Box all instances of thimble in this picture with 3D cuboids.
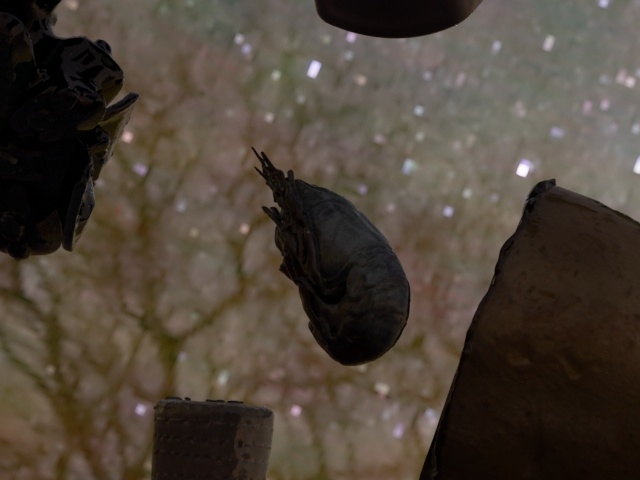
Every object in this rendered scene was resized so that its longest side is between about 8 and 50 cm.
[{"bbox_3d":[-0.105,0.197,1.854,0.115,0.090,0.102,9,-9,-41],"label":"thimble"}]

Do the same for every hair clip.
[{"bbox_3d":[-0.295,-0.104,1.846,0.206,0.194,0.310,24,-53,-2],"label":"hair clip"}]

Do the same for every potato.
[{"bbox_3d":[0.222,0.106,1.550,0.242,0.285,0.242,23,-24,11],"label":"potato"}]

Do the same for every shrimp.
[{"bbox_3d":[0.000,0.000,1.333,0.090,0.079,0.233,29,19,-42],"label":"shrimp"}]

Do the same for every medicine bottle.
[{"bbox_3d":[0.115,-0.328,1.888,0.179,0.324,0.124,3,-54,26],"label":"medicine bottle"}]
